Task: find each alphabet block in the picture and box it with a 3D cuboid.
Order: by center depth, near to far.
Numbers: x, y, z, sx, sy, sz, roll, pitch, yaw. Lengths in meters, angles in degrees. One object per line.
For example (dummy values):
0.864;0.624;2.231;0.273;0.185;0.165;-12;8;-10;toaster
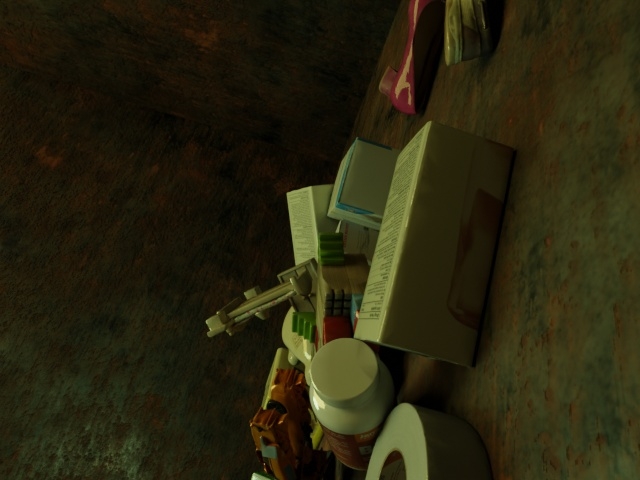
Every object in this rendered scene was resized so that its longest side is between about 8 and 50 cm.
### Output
-0.071;0.474;1.435;0.197;0.193;0.192;-81;7;-57;alphabet block

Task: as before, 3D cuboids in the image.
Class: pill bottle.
0.052;0.239;0.695;0.216;0.121;0.121;73;-159;-45;pill bottle

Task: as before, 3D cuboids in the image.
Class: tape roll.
0.109;0.303;0.539;0.219;0.072;0.219;-164;90;-85;tape roll

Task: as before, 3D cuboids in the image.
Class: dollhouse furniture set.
-0.041;0.158;1.106;0.174;0.303;0.355;64;-168;-3;dollhouse furniture set

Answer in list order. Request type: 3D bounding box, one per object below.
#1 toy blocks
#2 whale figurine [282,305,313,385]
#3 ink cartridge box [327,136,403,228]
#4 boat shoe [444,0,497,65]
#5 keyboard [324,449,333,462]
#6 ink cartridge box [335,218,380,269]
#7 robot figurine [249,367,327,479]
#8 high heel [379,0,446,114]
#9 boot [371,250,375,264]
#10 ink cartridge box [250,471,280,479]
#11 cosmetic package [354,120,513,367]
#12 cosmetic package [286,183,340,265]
0.047;0.212;0.910;0.261;0.190;0.381;-101;14;-62;toy blocks
-0.010;0.284;1.359;0.216;0.141;0.272;-57;31;23;whale figurine
0.128;-0.130;1.207;0.232;0.171;0.168;146;139;-82;ink cartridge box
0.284;-0.445;0.900;0.103;0.092;0.285;75;-157;-59;boat shoe
-0.083;0.614;1.087;0.201;0.033;0.317;-54;-11;24;keyboard
0.101;0.026;1.100;0.109;0.150;0.063;-78;10;-47;ink cartridge box
-0.055;0.417;0.961;0.211;0.085;0.291;-60;-38;-55;robot figurine
0.293;-0.518;1.242;0.181;0.127;0.377;56;132;46;high heel
0.169;-0.039;0.884;0.248;0.090;0.207;-74;0;-49;boot
-0.117;0.707;1.281;0.208;0.086;0.153;39;-118;-59;ink cartridge box
0.153;0.010;0.664;0.153;0.129;0.296;136;150;-79;cosmetic package
0.000;0.000;1.382;0.160;0.113;0.310;-2;96;60;cosmetic package
